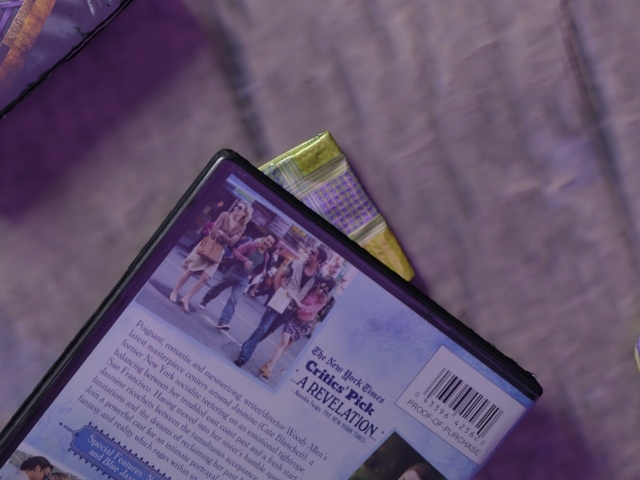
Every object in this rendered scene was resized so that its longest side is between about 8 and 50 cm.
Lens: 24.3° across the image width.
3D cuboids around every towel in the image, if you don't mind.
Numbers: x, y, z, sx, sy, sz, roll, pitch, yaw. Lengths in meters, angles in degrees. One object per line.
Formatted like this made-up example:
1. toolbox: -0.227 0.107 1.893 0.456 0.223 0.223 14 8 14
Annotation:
1. towel: 0.000 0.000 0.657 0.060 0.009 0.083 -30 103 -1

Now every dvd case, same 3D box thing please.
1. dvd case: -0.048 0.110 0.657 0.180 0.022 0.253 37 96 -12

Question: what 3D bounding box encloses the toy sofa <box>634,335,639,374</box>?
1. toy sofa: 0.257 0.161 0.581 0.177 0.150 0.362 -13 77 3

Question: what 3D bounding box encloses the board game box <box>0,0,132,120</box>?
1. board game box: -0.173 -0.136 0.598 0.126 0.026 0.186 -42 103 0
